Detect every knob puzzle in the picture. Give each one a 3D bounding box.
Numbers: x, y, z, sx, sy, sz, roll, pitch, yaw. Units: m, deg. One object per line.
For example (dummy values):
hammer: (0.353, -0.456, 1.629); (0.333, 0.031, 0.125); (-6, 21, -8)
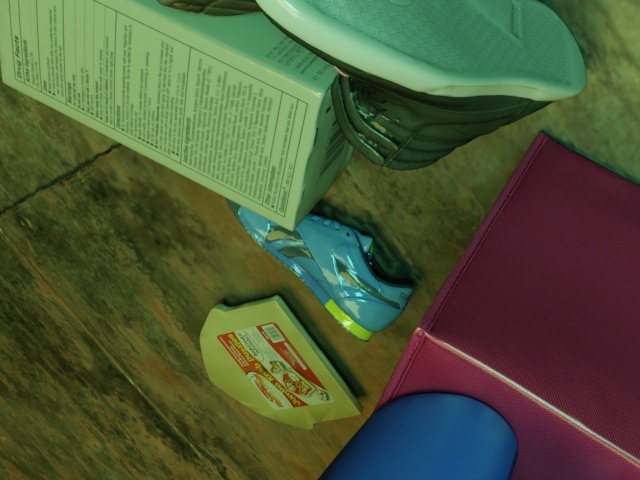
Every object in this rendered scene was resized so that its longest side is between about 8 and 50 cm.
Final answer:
knob puzzle: (-0.061, 0.142, 1.090); (0.213, 0.030, 0.213); (19, 136, 20)

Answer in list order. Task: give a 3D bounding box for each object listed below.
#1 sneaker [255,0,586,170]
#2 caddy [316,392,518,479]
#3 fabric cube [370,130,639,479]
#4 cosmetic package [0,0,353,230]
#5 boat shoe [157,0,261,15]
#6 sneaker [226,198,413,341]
sneaker: (0.040, -0.107, 0.610); (0.147, 0.296, 0.104); (-30, 69, 39)
caddy: (0.064, 0.261, 0.614); (0.241, 0.179, 0.341); (34, 139, 5)
fabric cube: (0.196, 0.126, 0.723); (0.258, 0.254, 0.259); (29, 139, 10)
cosmetic package: (-0.119, -0.155, 0.801); (0.309, 0.113, 0.160); (29, 138, 12)
boat shoe: (0.023, -0.236, 0.620); (0.324, 0.123, 0.116); (-6, 90, 21)
sneaker: (0.000, 0.000, 0.904); (0.209, 0.069, 0.082); (43, 106, 7)
